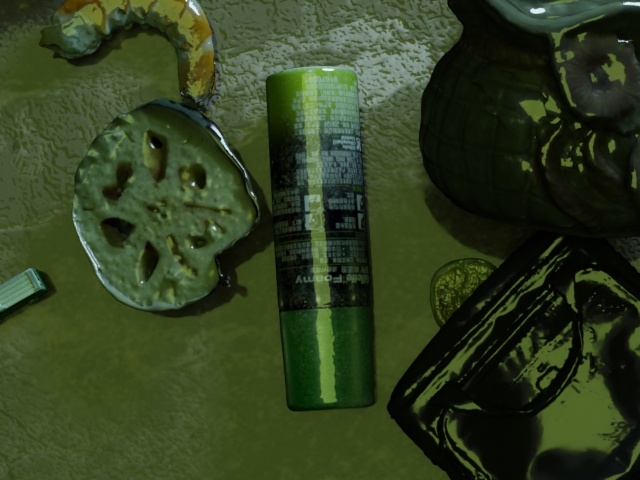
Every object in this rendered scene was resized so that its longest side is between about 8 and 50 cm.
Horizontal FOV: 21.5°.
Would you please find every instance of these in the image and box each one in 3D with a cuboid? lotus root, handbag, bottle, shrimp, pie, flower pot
[{"bbox_3d":[-0.146,-0.031,1.671,0.183,0.078,0.203,-27,80,13],"label":"lotus root"},{"bbox_3d":[0.228,0.142,1.620,0.244,0.088,0.275,45,91,3],"label":"handbag"},{"bbox_3d":[0.000,0.000,1.648,0.093,0.093,0.330,-4,85,3],"label":"bottle"},{"bbox_3d":[-0.187,-0.190,1.706,0.161,0.049,0.166,-29,92,-1],"label":"shrimp"},{"bbox_3d":[0.148,0.058,1.670,0.084,0.021,0.084,-1,82,4],"label":"pie"},{"bbox_3d":[0.244,-0.126,1.536,0.302,0.302,0.213,6,105,4],"label":"flower pot"}]

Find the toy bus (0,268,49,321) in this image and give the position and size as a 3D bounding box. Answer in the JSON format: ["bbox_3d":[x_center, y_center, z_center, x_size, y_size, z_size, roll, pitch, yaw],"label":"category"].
[{"bbox_3d":[-0.316,0.059,1.691,0.083,0.037,0.031,-30,83,1],"label":"toy bus"}]
